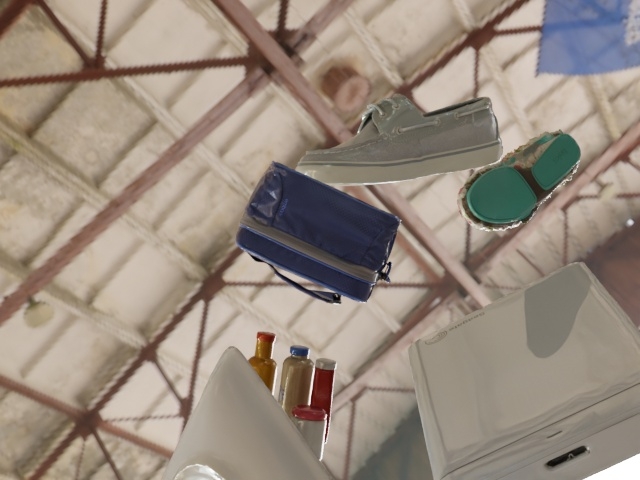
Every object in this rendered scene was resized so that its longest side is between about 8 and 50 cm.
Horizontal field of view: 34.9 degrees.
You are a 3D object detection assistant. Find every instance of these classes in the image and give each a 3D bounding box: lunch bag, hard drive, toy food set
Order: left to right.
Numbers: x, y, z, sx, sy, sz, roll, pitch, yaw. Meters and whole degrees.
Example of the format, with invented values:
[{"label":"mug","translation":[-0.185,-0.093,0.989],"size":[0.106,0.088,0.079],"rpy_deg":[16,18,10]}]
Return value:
[{"label":"toy food set","translation":[-0.041,0.178,1.174],"size":[0.111,0.232,0.105],"rpy_deg":[7,-86,-2]},{"label":"lunch bag","translation":[0.000,0.000,0.613],"size":[0.067,0.098,0.065],"rpy_deg":[-85,20,-87]},{"label":"hard drive","translation":[0.211,0.139,1.031],"size":[0.233,0.353,0.047],"rpy_deg":[-27,-76,8]}]

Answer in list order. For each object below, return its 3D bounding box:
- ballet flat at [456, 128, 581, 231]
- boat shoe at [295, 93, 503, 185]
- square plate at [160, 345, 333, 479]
[{"label":"ballet flat","translation":[0.244,-0.067,1.294],"size":[0.241,0.091,0.077],"rpy_deg":[-28,-1,-36]},{"label":"boat shoe","translation":[0.074,-0.099,0.971],"size":[0.227,0.079,0.081],"rpy_deg":[-11,-83,-28]},{"label":"square plate","translation":[-0.055,0.316,0.739],"size":[0.049,0.347,0.344],"rpy_deg":[-6,-45,-42]}]
